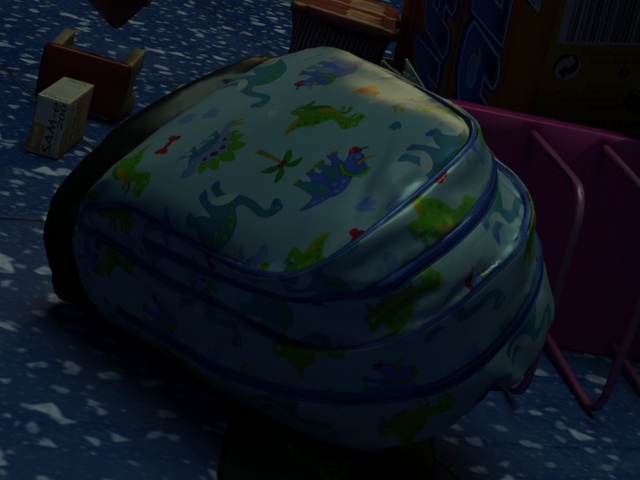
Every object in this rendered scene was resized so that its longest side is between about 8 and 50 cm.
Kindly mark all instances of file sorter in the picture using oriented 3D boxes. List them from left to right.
[{"bbox_3d":[0.234,0.028,1.329,0.290,0.202,0.182,10,20,-13],"label":"file sorter"}]

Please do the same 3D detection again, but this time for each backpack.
[{"bbox_3d":[0.000,0.000,1.150,0.290,0.273,0.355,-32,54,-23],"label":"backpack"}]

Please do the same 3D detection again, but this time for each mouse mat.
[{"bbox_3d":[0.008,0.146,1.120,0.152,0.007,0.190,13,17,-2],"label":"mouse mat"}]

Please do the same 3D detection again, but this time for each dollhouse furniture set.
[{"bbox_3d":[-0.116,-0.195,1.722,0.374,0.201,0.152,15,18,1],"label":"dollhouse furniture set"}]

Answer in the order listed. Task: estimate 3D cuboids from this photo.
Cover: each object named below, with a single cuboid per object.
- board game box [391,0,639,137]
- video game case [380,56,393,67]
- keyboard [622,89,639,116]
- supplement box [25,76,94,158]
[{"bbox_3d":[0.304,-0.197,1.609,0.356,0.356,0.356,-1,35,-16],"label":"board game box"},{"bbox_3d":[0.074,-0.244,2.303,0.173,0.022,0.190,13,17,-1],"label":"video game case"},{"bbox_3d":[0.334,-0.071,1.346,0.192,0.038,0.100,30,4,28],"label":"keyboard"},{"bbox_3d":[-0.267,-0.127,1.630,0.036,0.062,0.098,17,19,2],"label":"supplement box"}]
